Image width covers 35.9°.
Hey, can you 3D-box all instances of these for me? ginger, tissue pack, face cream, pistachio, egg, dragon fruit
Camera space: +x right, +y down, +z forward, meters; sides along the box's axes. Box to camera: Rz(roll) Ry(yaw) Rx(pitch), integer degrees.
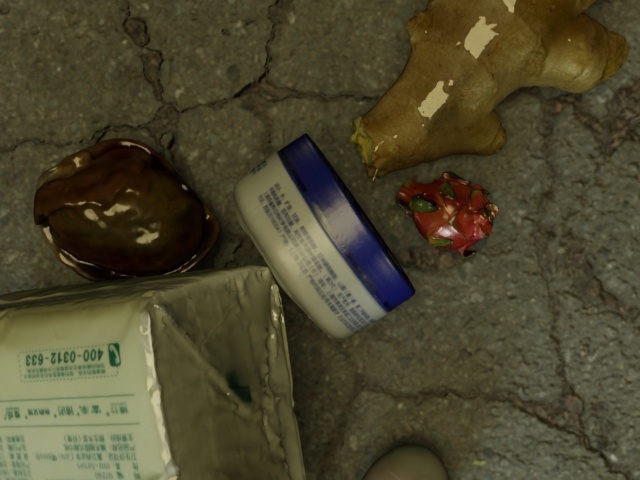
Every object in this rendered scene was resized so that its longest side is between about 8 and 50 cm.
[{"bbox_3d":[0.194,-0.218,1.077,0.236,0.166,0.375,13,121,-29],"label":"ginger"},{"bbox_3d":[-0.215,0.190,0.995,0.380,0.207,0.297,-6,95,36],"label":"tissue pack"},{"bbox_3d":[0.000,0.000,1.033,0.111,0.206,0.206,-35,88,6],"label":"face cream"},{"bbox_3d":[-0.216,-0.029,1.094,0.210,0.130,0.165,16,90,-3],"label":"pistachio"},{"bbox_3d":[0.089,0.290,1.084,0.103,0.103,0.135,23,93,5],"label":"egg"},{"bbox_3d":[0.135,-0.034,1.084,0.116,0.086,0.081,19,131,12],"label":"dragon fruit"}]
